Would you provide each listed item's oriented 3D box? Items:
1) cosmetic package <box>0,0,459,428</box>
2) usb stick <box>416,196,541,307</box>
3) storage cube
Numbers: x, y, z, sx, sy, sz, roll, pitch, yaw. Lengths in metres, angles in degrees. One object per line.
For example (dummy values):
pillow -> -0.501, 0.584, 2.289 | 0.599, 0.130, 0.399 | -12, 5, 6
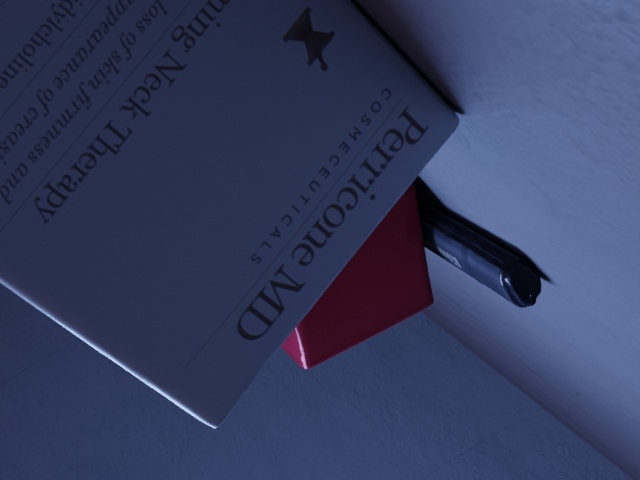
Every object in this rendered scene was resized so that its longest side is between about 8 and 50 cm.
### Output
cosmetic package -> -0.176, -0.126, 0.950 | 0.394, 0.329, 0.327 | 41, 175, -29
usb stick -> 0.159, 0.002, 1.367 | 0.077, 0.045, 0.278 | 45, 175, -37
storage cube -> 0.000, 0.000, 1.377 | 0.183, 0.215, 0.193 | 37, 147, 51
